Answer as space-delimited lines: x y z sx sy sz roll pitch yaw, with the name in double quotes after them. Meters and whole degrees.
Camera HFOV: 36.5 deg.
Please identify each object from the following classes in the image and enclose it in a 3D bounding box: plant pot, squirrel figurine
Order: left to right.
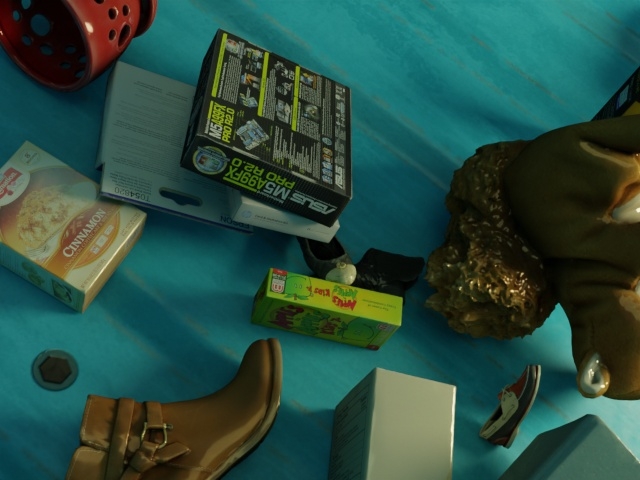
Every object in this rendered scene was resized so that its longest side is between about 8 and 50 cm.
-0.340 -0.329 1.349 0.191 0.191 0.174 35 50 3 "plant pot"
0.279 0.389 1.129 0.252 0.247 0.248 -38 78 -14 "plant pot"
0.351 0.037 1.352 0.397 0.281 0.370 -6 88 20 "squirrel figurine"

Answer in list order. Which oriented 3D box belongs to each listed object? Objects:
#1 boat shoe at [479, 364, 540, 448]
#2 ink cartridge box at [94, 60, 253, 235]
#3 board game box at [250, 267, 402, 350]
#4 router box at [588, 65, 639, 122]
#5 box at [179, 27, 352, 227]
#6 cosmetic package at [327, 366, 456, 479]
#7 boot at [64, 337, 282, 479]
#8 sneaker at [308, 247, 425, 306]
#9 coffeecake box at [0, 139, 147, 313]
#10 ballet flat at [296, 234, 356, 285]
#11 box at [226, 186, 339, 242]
0.251 0.216 1.276 0.043 0.137 0.049 21 31 6 "boat shoe"
-0.194 -0.118 1.335 0.223 0.045 0.224 16 55 -24 "ink cartridge box"
0.007 0.093 1.282 0.181 0.092 0.043 13 60 -11 "board game box"
0.582 -0.137 1.511 0.309 0.243 0.081 22 58 -5 "router box"
-0.065 -0.157 1.309 0.216 0.060 0.270 21 38 -16 "box"
0.074 0.327 1.138 0.113 0.160 0.309 15 60 -11 "cosmetic package"
-0.172 0.220 1.161 0.220 0.109 0.283 17 65 -4 "boot"
0.062 0.049 1.353 0.170 0.051 0.089 9 50 -8 "sneaker"
-0.342 -0.018 1.243 0.185 0.068 0.142 31 58 1 "coffeecake box"
0.000 0.000 1.324 0.057 0.049 0.173 -11 43 -22 "ballet flat"
-0.060 -0.088 1.318 0.145 0.038 0.186 14 42 -26 "box"
